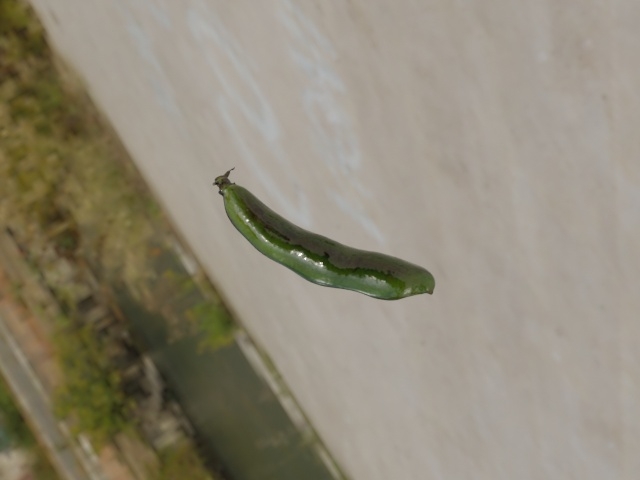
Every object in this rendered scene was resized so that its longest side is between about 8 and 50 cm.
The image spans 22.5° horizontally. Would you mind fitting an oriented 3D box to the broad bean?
[{"bbox_3d":[-0.003,0.004,1.459,0.227,0.069,0.039,30,148,5],"label":"broad bean"}]
